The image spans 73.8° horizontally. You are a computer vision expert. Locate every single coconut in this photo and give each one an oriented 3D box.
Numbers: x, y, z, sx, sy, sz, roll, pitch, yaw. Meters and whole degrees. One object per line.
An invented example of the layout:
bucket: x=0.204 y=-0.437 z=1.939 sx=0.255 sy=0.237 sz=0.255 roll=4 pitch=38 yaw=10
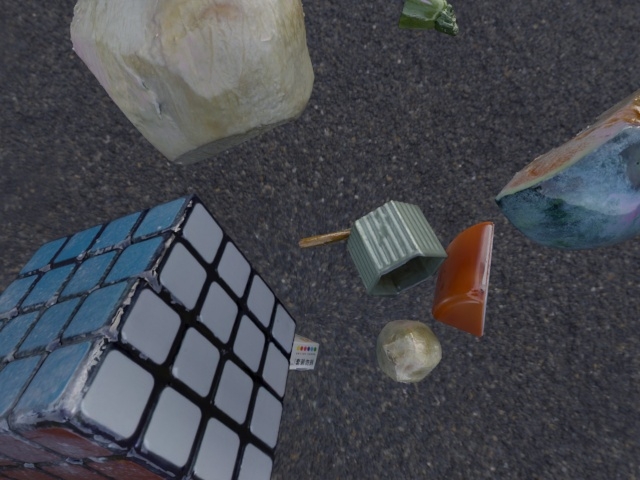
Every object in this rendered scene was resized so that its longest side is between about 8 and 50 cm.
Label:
coconut: x=-0.213 y=-0.358 z=0.726 sx=0.403 sy=0.404 sz=0.406 roll=0 pitch=80 yaw=-2
coconut: x=0.251 y=0.324 z=1.252 sx=0.194 sy=0.194 sz=0.195 roll=0 pitch=80 yaw=-2

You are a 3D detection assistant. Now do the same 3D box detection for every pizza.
pizza: x=0.000 y=0.000 z=1.304 sx=0.184 sy=0.176 sz=0.036 roll=-12 pitch=90 yaw=-28

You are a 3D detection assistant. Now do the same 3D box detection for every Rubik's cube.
Rubik's cube: x=-0.273 y=0.190 z=0.638 sx=0.344 sy=0.344 sz=0.338 roll=-16 pitch=40 yaw=21

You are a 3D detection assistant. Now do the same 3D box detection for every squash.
squash: x=0.244 y=-0.494 z=0.918 sx=0.132 sy=0.105 sz=0.105 roll=21 pitch=80 yaw=7

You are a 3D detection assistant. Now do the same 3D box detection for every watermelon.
watermelon: x=0.431 y=-0.086 z=0.582 sx=0.321 sy=0.175 sz=0.188 roll=-39 pitch=94 yaw=9

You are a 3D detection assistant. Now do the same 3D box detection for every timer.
timer: x=0.433 y=0.106 z=1.228 sx=0.161 sy=0.250 sz=0.258 roll=14 pitch=59 yaw=10

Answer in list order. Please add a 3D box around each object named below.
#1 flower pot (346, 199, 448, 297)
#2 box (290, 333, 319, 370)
flower pot: x=0.207 y=0.026 z=1.195 sx=0.239 sy=0.209 sz=0.190 roll=-28 pitch=61 yaw=12
box: x=-0.171 y=0.329 z=1.367 sx=0.273 sy=0.220 sz=0.091 roll=12 pitch=85 yaw=39
